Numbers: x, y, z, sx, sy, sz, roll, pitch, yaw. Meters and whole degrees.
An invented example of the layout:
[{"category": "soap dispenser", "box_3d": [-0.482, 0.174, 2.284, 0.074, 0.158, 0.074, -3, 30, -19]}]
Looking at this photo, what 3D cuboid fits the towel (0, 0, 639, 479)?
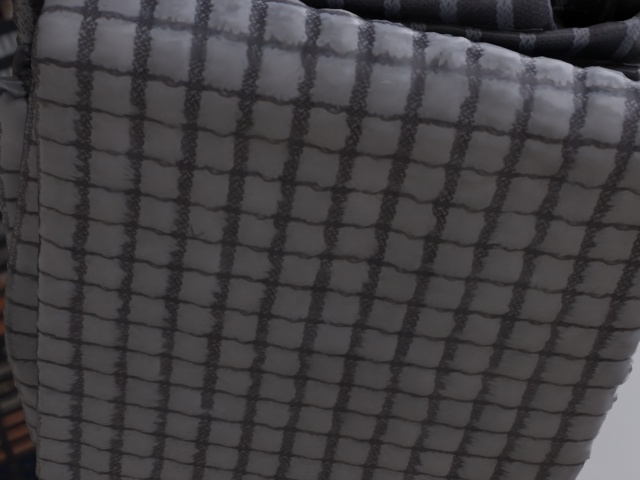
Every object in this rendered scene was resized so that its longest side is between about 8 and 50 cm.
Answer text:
[{"category": "towel", "box_3d": [0.000, 0.000, 0.574, 0.283, 0.235, 0.121, 99, -2, -47]}]
